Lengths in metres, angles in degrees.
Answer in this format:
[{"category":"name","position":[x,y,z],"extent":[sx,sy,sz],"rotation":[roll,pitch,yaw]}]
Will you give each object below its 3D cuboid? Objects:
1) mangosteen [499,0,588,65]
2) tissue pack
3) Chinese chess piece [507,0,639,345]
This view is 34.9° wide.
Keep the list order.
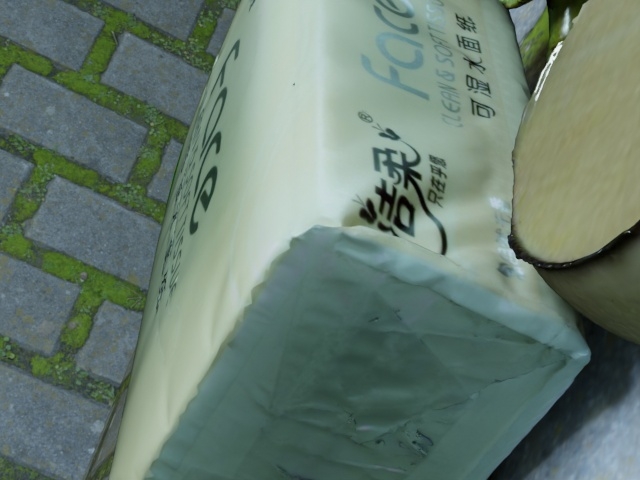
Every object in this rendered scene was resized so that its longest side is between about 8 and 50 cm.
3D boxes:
[{"category":"mangosteen","position":[0.156,-0.250,0.685],"extent":[0.231,0.231,0.289],"rotation":[-129,42,-76]},{"category":"tissue pack","position":[0.000,0.000,0.715],"extent":[0.405,0.205,0.332],"rotation":[-91,26,-48]},{"category":"Chinese chess piece","position":[0.184,-0.070,0.448],"extent":[0.250,0.103,0.250],"rotation":[-60,12,22]}]
